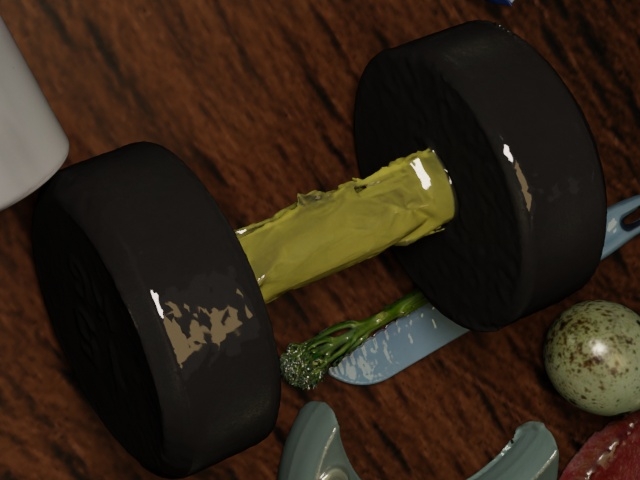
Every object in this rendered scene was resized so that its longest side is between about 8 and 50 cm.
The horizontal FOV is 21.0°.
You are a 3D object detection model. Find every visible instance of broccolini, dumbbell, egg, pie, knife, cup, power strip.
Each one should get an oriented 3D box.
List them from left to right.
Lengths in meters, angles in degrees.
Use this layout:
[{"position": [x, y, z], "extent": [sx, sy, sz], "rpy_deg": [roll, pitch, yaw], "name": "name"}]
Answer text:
[{"position": [-0.233, -0.085, 1.017], "extent": [0.133, 0.136, 0.099], "rpy_deg": [63, 35, -26], "name": "cup"}, {"position": [0.000, 0.000, 1.097], "extent": [0.322, 0.204, 0.204], "rpy_deg": [-23, 112, -24], "name": "dumbbell"}, {"position": [0.032, 0.065, 1.229], "extent": [0.140, 0.035, 0.030], "rpy_deg": [-27, 117, -24], "name": "broccolini"}, {"position": [0.057, 0.202, 1.265], "extent": [0.253, 0.054, 0.167], "rpy_deg": [6, 97, -32], "name": "power strip"}, {"position": [0.138, 0.033, 1.296], "extent": [0.313, 0.019, 0.044], "rpy_deg": [-29, 107, -21], "name": "knife"}, {"position": [0.217, 0.091, 1.315], "extent": [0.110, 0.085, 0.085], "rpy_deg": [33, 84, -47], "name": "egg"}, {"position": [0.251, 0.207, 1.389], "extent": [0.154, 0.036, 0.154], "rpy_deg": [-7, 105, -29], "name": "pie"}]

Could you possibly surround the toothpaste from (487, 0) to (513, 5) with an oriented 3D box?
[{"position": [0.185, -0.288, 1.211], "extent": [0.272, 0.053, 0.066], "rpy_deg": [-52, 124, -11], "name": "toothpaste"}]
